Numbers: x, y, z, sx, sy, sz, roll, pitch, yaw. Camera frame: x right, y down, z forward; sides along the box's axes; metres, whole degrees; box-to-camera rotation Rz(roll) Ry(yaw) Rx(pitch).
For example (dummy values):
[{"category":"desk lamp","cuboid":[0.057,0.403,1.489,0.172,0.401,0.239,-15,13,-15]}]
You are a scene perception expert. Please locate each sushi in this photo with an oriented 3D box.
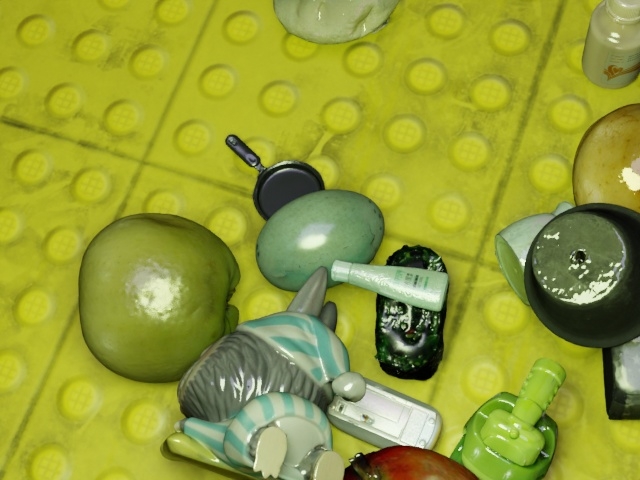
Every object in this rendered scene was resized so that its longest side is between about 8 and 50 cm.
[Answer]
[{"category":"sushi","cuboid":[0.154,0.123,1.847,0.124,0.127,0.225,6,72,9]}]

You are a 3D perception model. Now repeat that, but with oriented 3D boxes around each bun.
[{"category":"bun","cuboid":[0.027,-0.514,2.092,0.272,0.168,0.273,-5,65,12]}]

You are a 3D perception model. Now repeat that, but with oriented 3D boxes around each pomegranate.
[{"category":"pomegranate","cuboid":[0.569,-0.098,1.819,0.307,0.307,0.307,-2,68,5]}]

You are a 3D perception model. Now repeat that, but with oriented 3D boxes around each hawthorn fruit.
[{"category":"hawthorn fruit","cuboid":[0.128,0.460,1.641,0.315,0.316,0.316,-2,68,5]}]

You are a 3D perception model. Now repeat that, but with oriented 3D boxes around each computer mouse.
[{"category":"computer mouse","cuboid":[0.107,0.297,1.826,0.199,0.045,0.102,20,73,13]}]

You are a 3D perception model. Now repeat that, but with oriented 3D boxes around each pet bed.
[{"category":"pet bed","cuboid":[0.543,0.182,1.749,0.159,0.183,0.211,-1,68,10]}]

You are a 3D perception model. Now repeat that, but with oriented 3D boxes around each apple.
[{"category":"apple","cuboid":[-0.279,0.088,1.850,0.257,0.233,0.295,1,69,10]}]

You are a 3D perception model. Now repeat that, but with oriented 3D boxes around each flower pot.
[{"category":"flower pot","cuboid":[0.411,0.039,1.658,0.235,0.148,0.235,-6,75,24]}]

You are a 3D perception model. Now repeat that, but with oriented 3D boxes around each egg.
[{"category":"egg","cuboid":[0.000,0.000,1.887,0.236,0.169,0.169,-23,68,0]}]

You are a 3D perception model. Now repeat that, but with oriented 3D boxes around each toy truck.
[{"category":"toy truck","cuboid":[0.307,0.304,1.703,0.148,0.211,0.187,32,44,14]}]

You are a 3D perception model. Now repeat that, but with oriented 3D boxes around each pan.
[{"category":"pan","cuboid":[-0.092,-0.118,2.019,0.136,0.028,0.235,-43,74,-11]}]

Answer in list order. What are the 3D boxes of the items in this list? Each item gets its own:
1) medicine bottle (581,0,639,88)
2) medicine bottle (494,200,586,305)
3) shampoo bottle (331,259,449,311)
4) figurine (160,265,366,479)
[{"category":"medicine bottle","cuboid":[0.536,-0.375,1.931,0.114,0.252,0.114,-2,68,6]},{"category":"medicine bottle","cuboid":[0.390,0.023,1.848,0.143,0.147,0.147,-24,68,-5]},{"category":"shampoo bottle","cuboid":[0.113,0.067,1.784,0.190,0.041,0.069,12,67,12]},{"category":"figurine","cuboid":[-0.066,0.201,1.711,0.266,0.361,0.378,24,73,-24]}]
